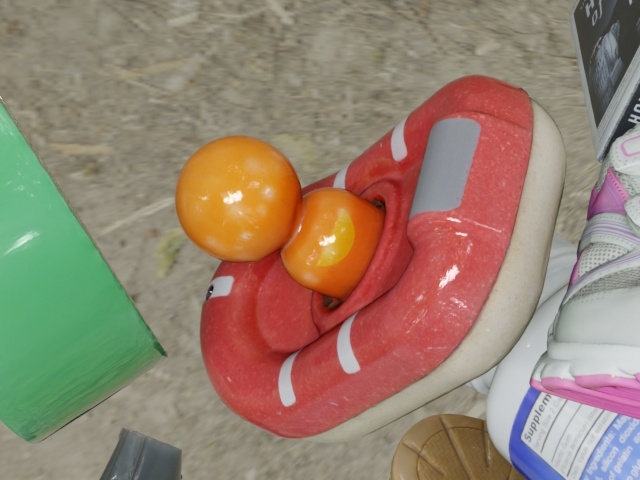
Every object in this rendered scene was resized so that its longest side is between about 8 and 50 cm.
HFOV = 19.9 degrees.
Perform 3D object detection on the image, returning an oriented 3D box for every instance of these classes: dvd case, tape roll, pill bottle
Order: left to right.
[{"bbox_3d":[-0.187,-0.060,0.831,0.077,0.321,0.321,-32,87,-6],"label":"tape roll"},{"bbox_3d":[0.198,0.111,1.112,0.272,0.152,0.152,41,104,34],"label":"pill bottle"},{"bbox_3d":[0.232,-0.182,1.295,0.029,0.239,0.179,17,121,-9],"label":"dvd case"}]

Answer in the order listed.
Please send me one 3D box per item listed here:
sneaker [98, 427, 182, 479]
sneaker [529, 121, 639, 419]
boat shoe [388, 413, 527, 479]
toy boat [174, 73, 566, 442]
[{"bbox_3d":[-0.149,0.251,1.670,0.083,0.222,0.118,17,74,16],"label":"sneaker"},{"bbox_3d":[0.133,0.005,0.642,0.103,0.252,0.111,16,97,0],"label":"sneaker"},{"bbox_3d":[0.203,0.238,1.306,0.342,0.123,0.123,20,142,2],"label":"boat shoe"},{"bbox_3d":[0.000,0.000,0.863,0.151,0.231,0.151,26,59,-18],"label":"toy boat"}]
